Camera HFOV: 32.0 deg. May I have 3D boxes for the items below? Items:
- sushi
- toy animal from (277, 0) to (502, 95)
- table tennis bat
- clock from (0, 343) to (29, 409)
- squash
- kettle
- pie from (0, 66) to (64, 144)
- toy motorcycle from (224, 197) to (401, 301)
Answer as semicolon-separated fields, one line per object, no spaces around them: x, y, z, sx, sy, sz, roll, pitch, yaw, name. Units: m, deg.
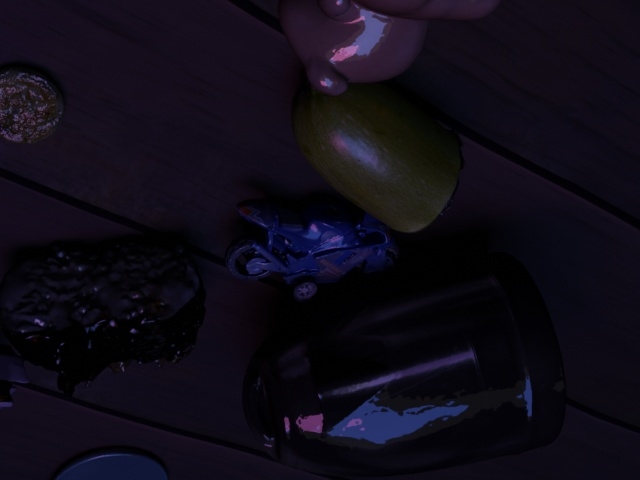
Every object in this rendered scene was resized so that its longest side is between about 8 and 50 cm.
-0.224;0.083;1.169;0.212;0.147;0.115;-8;137;-9;sushi
0.060;-0.226;0.926;0.171;0.171;0.197;13;134;-25;toy animal
-0.316;0.354;1.498;0.244;0.040;0.153;-34;132;14;table tennis bat
-0.447;0.171;1.201;0.186;0.083;0.253;11;147;-35;clock
0.046;-0.096;1.078;0.123;0.123;0.187;-38;132;23;squash
0.065;0.157;1.272;0.324;0.228;0.321;-11;175;-13;kettle
-0.276;-0.125;1.034;0.084;0.021;0.084;-6;132;-7;pie
0.000;0.000;1.194;0.205;0.076;0.114;1;132;-20;toy motorcycle
